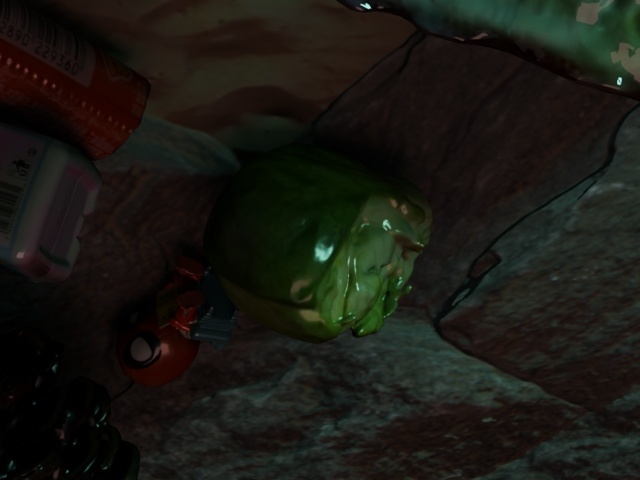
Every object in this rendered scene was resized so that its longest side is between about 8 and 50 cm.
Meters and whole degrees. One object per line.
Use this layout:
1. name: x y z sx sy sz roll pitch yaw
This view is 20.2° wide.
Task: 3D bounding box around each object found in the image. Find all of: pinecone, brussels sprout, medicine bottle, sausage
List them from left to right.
1. medicine bottle: -0.256 -0.043 1.225 0.188 0.094 0.119 18 174 9
2. pinecone: -0.294 0.178 1.422 0.298 0.242 0.296 -12 145 -8
3. sausage: -0.236 -0.137 1.179 0.074 0.074 0.274 -35 137 28
4. brussels sprout: -0.007 -0.002 1.354 0.145 0.183 0.131 19 117 24

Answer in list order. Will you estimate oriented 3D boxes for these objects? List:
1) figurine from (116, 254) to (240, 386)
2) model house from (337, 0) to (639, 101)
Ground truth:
1. figurine: -0.118 0.070 1.476 0.075 0.068 0.140 11 143 -30
2. model house: 0.115 -0.281 0.858 0.360 0.297 0.339 22 109 10
